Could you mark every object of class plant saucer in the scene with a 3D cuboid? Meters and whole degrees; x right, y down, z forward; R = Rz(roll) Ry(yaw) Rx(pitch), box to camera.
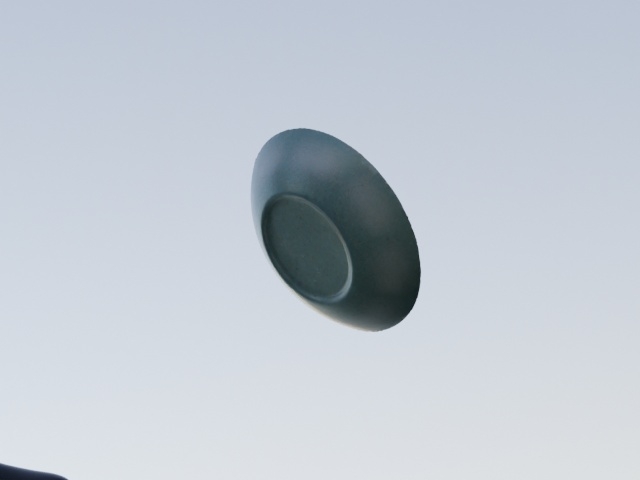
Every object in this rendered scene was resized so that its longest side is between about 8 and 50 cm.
[{"bbox_3d":[0.000,0.000,1.441,0.037,0.195,0.195,-34,-6,-37],"label":"plant saucer"}]

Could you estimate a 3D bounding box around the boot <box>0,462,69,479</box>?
[{"bbox_3d":[-0.429,0.262,2.055,0.246,0.207,0.094,-16,14,32],"label":"boot"}]
